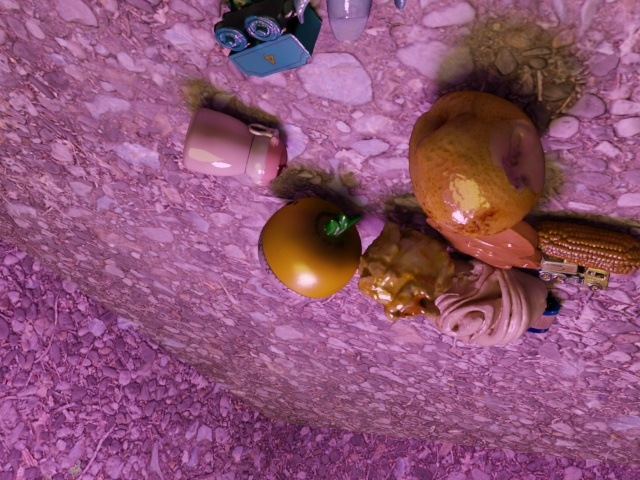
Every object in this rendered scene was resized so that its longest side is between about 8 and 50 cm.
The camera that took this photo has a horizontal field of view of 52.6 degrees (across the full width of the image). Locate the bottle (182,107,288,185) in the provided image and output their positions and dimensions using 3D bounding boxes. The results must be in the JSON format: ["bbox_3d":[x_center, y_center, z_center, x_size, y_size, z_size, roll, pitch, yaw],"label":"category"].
[{"bbox_3d":[-0.188,-0.209,1.499,0.237,0.147,0.147,14,151,-6],"label":"bottle"}]

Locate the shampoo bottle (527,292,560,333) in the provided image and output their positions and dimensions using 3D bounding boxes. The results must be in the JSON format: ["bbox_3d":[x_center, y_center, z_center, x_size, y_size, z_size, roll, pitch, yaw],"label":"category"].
[{"bbox_3d":[0.605,0.198,1.787,0.087,0.050,0.183,15,151,14],"label":"shampoo bottle"}]

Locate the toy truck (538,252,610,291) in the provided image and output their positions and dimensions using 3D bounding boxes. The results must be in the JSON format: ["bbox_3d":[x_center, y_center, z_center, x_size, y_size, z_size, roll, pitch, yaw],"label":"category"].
[{"bbox_3d":[0.597,0.052,1.526,0.169,0.077,0.100,13,137,18],"label":"toy truck"}]

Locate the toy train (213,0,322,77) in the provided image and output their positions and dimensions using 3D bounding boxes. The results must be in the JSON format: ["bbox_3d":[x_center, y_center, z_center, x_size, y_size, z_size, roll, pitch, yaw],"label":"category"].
[{"bbox_3d":[-0.097,-0.383,1.188,0.198,0.107,0.154,-4,150,37],"label":"toy train"}]

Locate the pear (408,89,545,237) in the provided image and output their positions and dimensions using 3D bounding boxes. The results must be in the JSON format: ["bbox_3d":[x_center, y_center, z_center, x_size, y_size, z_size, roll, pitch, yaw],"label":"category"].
[{"bbox_3d":[0.285,-0.144,1.203,0.271,0.271,0.271,15,150,9],"label":"pear"}]

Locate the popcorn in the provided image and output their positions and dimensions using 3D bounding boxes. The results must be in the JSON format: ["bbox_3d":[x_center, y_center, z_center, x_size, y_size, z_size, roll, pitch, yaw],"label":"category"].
[{"bbox_3d":[0.208,0.075,1.596,0.256,0.254,0.195,-9,178,-21],"label":"popcorn"}]

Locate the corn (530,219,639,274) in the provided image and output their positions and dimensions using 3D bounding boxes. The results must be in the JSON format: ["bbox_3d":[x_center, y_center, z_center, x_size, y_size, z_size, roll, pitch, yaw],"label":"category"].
[{"bbox_3d":[0.596,0.014,1.443,0.262,0.097,0.097,14,150,16],"label":"corn"}]

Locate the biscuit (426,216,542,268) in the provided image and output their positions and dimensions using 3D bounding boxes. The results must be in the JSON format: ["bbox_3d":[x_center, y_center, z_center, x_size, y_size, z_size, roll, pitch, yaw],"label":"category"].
[{"bbox_3d":[0.371,-0.005,1.463,0.275,0.052,0.355,24,172,8],"label":"biscuit"}]

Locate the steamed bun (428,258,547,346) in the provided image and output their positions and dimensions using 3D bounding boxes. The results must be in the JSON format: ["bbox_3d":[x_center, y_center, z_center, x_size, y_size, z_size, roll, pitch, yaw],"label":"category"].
[{"bbox_3d":[0.423,0.182,1.710,0.289,0.203,0.276,17,154,2],"label":"steamed bun"}]

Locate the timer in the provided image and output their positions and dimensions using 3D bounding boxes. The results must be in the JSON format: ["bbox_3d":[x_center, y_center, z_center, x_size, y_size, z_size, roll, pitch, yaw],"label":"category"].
[{"bbox_3d":[0.000,0.000,1.623,0.285,0.285,0.285,15,150,9],"label":"timer"}]

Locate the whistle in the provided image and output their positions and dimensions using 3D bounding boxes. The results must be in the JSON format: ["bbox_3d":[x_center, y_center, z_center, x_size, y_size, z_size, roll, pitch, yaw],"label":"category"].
[{"bbox_3d":[0.047,-0.428,1.037,0.186,0.093,0.274,-8,152,-4],"label":"whistle"}]
